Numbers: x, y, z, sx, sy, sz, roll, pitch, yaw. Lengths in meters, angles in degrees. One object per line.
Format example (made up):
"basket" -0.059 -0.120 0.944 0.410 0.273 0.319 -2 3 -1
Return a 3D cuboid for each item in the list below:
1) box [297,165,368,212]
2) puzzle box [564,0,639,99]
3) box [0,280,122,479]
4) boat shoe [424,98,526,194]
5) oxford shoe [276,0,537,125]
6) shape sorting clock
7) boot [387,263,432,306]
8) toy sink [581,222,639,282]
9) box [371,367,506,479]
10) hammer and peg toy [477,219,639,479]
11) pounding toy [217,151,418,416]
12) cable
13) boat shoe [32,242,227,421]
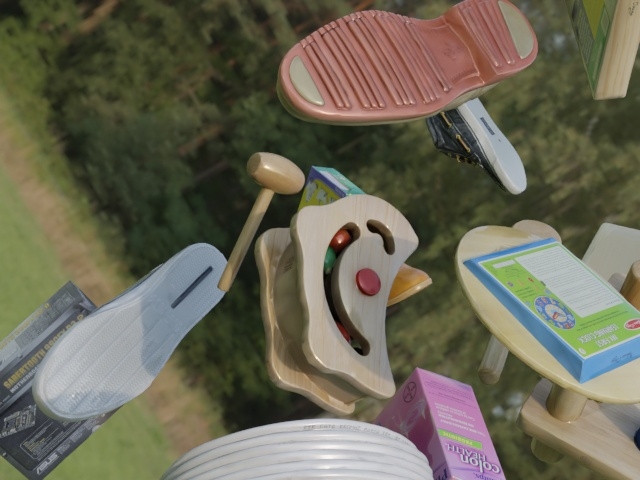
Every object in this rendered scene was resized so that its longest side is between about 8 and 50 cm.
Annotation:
"box" 0.000 0.000 1.828 0.105 0.043 0.179 41 -59 52
"puzzle box" 0.418 -0.435 1.927 0.409 0.052 0.272 89 -6 -56
"box" -0.364 0.195 1.823 0.183 0.231 0.056 52 -9 -37
"boat shoe" 0.232 -0.134 2.009 0.065 0.083 0.183 -14 70 -52
"oxford shoe" 0.092 -0.189 1.614 0.146 0.397 0.141 -38 -108 49
"shape sorting clock" 0.201 0.062 1.141 0.206 0.206 0.040 53 -54 37
"boot" 0.063 0.009 2.259 0.295 0.104 0.211 -13 -81 63
"toy sink" 0.436 0.119 1.956 0.131 0.234 0.153 16 -30 35
"box" 0.167 0.369 2.134 0.117 0.213 0.243 21 31 -26
"hammer and peg toy" 0.313 0.145 1.377 0.361 0.266 0.127 28 -42 17
"pounding toy" -0.001 0.047 1.368 0.155 0.154 0.270 -30 -122 47
"cable" -0.026 0.239 1.172 0.257 0.257 0.089 19 53 -43
"boat shoe" -0.224 0.114 1.586 0.109 0.302 0.094 55 -37 -6
